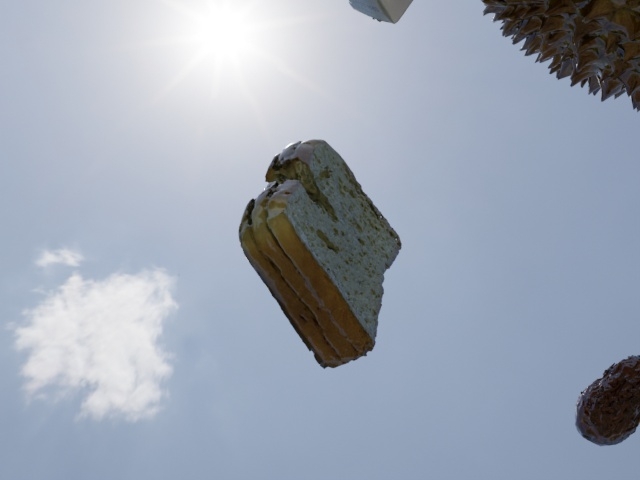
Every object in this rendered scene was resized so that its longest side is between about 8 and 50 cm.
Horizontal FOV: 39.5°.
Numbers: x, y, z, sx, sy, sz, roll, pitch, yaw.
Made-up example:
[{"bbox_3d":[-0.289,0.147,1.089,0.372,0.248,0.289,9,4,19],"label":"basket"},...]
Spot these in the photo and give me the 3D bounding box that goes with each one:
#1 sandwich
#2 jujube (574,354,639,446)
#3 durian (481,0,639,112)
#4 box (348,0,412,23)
[{"bbox_3d":[0.001,-0.001,1.248,0.095,0.273,0.249,-26,-68,26],"label":"sandwich"},{"bbox_3d":[0.470,0.248,1.410,0.104,0.104,0.166,40,-102,-6],"label":"jujube"},{"bbox_3d":[0.316,-0.282,0.771,0.384,0.347,0.348,-10,-91,15],"label":"durian"},{"bbox_3d":[0.114,-0.406,1.064,0.079,0.135,0.269,31,-96,36],"label":"box"}]
